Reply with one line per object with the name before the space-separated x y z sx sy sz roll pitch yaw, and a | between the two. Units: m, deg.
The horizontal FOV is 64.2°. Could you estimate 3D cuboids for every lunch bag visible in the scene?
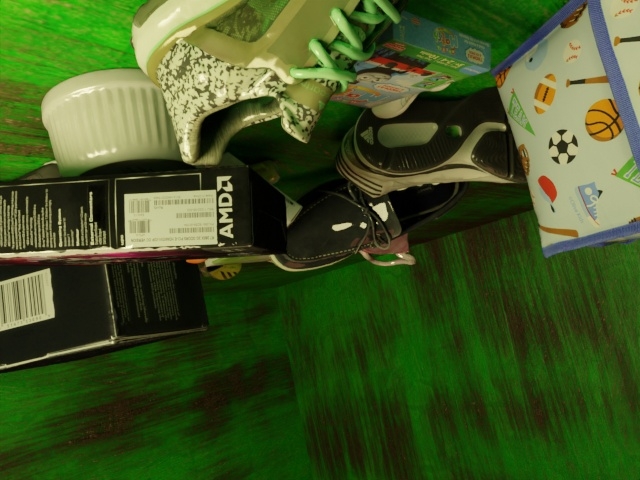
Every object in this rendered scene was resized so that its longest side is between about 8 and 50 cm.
lunch bag | 0.431 -0.173 0.642 0.239 0.327 0.385 -10 172 -21

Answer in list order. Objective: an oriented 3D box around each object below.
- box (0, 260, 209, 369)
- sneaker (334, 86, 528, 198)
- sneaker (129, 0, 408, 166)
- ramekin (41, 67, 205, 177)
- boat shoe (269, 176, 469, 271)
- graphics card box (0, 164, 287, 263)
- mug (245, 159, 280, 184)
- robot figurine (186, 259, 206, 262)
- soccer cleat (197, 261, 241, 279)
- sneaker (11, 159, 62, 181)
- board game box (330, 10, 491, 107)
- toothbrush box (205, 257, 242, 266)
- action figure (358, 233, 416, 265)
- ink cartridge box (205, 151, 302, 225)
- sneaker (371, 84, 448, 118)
box | -0.645 0.173 1.412 0.480 0.297 0.472 -14 169 11
sneaker | 0.239 -0.177 0.995 0.448 0.169 0.257 -1 177 -17
sneaker | 0.001 -0.182 0.465 0.411 0.181 0.158 -19 168 33
ramekin | -0.252 -0.129 0.685 0.207 0.108 0.207 -12 171 -2
boat shoe | 0.112 -0.071 1.161 0.501 0.186 0.156 -21 -175 -8
graphics card box | -0.239 -0.020 0.640 0.371 0.094 0.233 -4 176 5
mug | -0.115 -0.128 1.009 0.064 0.062 0.078 -21 -159 6
robot figurine | -0.290 -0.032 1.026 0.220 0.158 0.128 23 -163 -17
soccer cleat | -0.371 0.091 1.911 0.121 0.093 0.289 -24 167 25
sneaker | -0.489 -0.044 0.800 0.296 0.104 0.147 -13 -167 31
board game box | 0.073 -0.214 0.633 0.160 0.039 0.212 0 -179 -36
toothbrush box | -0.166 -0.013 1.457 0.283 0.122 0.206 -5 169 -45
action figure | 0.067 -0.010 1.386 0.248 0.275 0.370 -11 -173 36
ink cartridge box | -0.156 -0.088 0.975 0.045 0.224 0.223 -56 -173 -18
sneaker | 0.124 -0.233 0.755 0.061 0.053 0.152 17 154 -34
